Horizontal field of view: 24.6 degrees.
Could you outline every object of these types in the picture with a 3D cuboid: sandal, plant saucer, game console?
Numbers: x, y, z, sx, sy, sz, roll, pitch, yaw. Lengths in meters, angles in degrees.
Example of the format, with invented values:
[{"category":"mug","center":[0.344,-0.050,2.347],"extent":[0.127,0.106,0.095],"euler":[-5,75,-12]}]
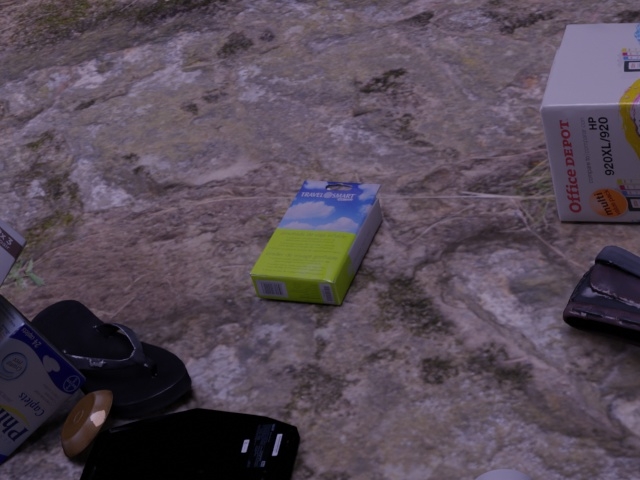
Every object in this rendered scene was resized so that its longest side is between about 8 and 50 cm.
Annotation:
[{"category":"sandal","center":[-0.250,0.126,1.657],"extent":[0.254,0.054,0.097],"euler":[22,51,39]},{"category":"plant saucer","center":[-0.254,0.192,1.571],"extent":[0.083,0.015,0.083],"euler":[-42,25,24]},{"category":"game console","center":[-0.153,0.292,1.411],"extent":[0.213,0.044,0.361],"euler":[-4,35,16]}]

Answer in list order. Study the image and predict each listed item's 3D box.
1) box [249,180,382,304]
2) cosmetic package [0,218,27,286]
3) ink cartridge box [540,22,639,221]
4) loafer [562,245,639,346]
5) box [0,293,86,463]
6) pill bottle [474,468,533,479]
[{"category":"box","center":[0.000,0.000,1.739],"extent":[0.109,0.042,0.178],"euler":[4,41,23]},{"category":"cosmetic package","center":[-0.521,0.059,1.578],"extent":[0.385,0.217,0.156],"euler":[-33,24,38]},{"category":"ink cartridge box","center":[0.385,-0.133,1.665],"extent":[0.232,0.171,0.168],"euler":[1,40,22]},{"category":"loafer","center":[0.360,0.103,1.450],"extent":[0.095,0.109,0.302],"euler":[-46,37,-7]},{"category":"box","center":[-0.346,0.151,1.577],"extent":[0.137,0.126,0.072],"euler":[-44,46,-7]},{"category":"pill bottle","center":[0.164,0.278,1.290],"extent":[0.086,0.086,0.152],"euler":[-8,38,10]}]
